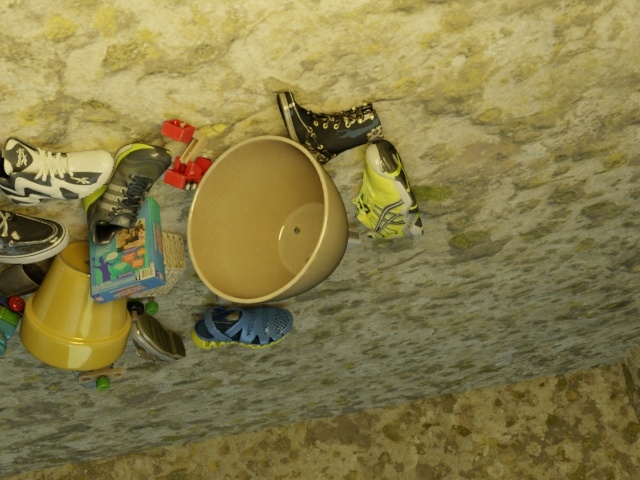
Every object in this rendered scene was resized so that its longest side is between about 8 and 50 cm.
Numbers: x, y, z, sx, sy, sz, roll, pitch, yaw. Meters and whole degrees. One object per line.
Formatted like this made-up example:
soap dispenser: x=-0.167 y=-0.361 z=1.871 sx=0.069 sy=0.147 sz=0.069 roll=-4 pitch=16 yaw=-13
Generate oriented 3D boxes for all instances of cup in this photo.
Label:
cup: x=-0.072 y=-0.022 z=1.480 sx=0.331 sy=0.331 sz=0.237 roll=-26 pitch=157 yaw=23

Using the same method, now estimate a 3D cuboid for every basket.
basket: x=-0.409 y=0.061 z=1.784 sx=0.103 sy=0.113 sz=0.167 roll=4 pitch=148 yaw=-32

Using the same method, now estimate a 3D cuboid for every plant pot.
plant pot: x=-0.567 y=0.141 z=1.719 sx=0.253 sy=0.254 sz=0.239 roll=6 pitch=119 yaw=-30

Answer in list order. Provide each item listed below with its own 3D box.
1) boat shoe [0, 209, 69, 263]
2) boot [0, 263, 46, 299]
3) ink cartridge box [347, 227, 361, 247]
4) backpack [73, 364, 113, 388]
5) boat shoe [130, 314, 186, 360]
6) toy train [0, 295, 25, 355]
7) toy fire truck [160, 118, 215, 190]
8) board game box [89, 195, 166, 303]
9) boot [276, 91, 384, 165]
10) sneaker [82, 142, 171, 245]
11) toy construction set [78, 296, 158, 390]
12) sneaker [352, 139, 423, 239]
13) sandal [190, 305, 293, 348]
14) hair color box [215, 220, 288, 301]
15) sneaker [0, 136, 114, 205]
boat shoe: x=-0.700 y=-0.021 z=1.543 sx=0.301 sy=0.108 sz=0.102 roll=2 pitch=150 yaw=-11
boot: x=-0.776 y=0.133 z=1.826 sx=0.208 sy=0.076 sz=0.190 roll=-24 pitch=149 yaw=8
ink cartridge box: x=0.000 y=0.000 z=1.929 sx=0.145 sy=0.045 sz=0.179 roll=11 pitch=162 yaw=-36
backpack: x=-0.713 y=0.385 z=2.243 sx=0.151 sy=0.115 sz=0.182 roll=-8 pitch=154 yaw=-13
boat shoe: x=-0.516 y=0.317 z=2.198 sx=0.103 sy=0.113 sz=0.302 roll=-21 pitch=151 yaw=4
toy train: x=-0.831 y=0.163 z=1.694 sx=0.105 sy=0.143 sz=0.248 roll=-35 pitch=126 yaw=24
toy fire truck: x=-0.261 y=-0.170 z=1.455 sx=0.192 sy=0.047 sz=0.135 roll=-14 pitch=126 yaw=-67
board game box: x=-0.432 y=0.020 z=1.599 sx=0.160 sy=0.210 sz=0.047 roll=-16 pitch=151 yaw=9
boot: x=0.022 y=-0.244 z=1.445 sx=0.178 sy=0.085 sz=0.236 roll=-21 pitch=150 yaw=7
sneaker: x=-0.399 y=-0.093 z=1.502 sx=0.111 sy=0.121 sz=0.300 roll=12 pitch=142 yaw=-37
toy construction set: x=-0.629 y=0.268 z=1.938 sx=0.308 sy=0.237 sz=0.257 roll=18 pitch=140 yaw=-41
sneaker: x=0.148 y=-0.093 z=1.695 sx=0.147 sy=0.145 sz=0.385 roll=-17 pitch=150 yaw=8
sandal: x=-0.237 y=0.257 z=2.197 sx=0.317 sy=0.126 sz=0.138 roll=-7 pitch=147 yaw=-13
hair color box: x=-0.176 y=0.015 z=1.791 sx=0.185 sy=0.114 sz=0.374 roll=-7 pitch=151 yaw=-11
sneaker: x=-0.533 y=-0.144 z=1.388 sx=0.234 sy=0.094 sz=0.153 roll=-7 pitch=161 yaw=12
